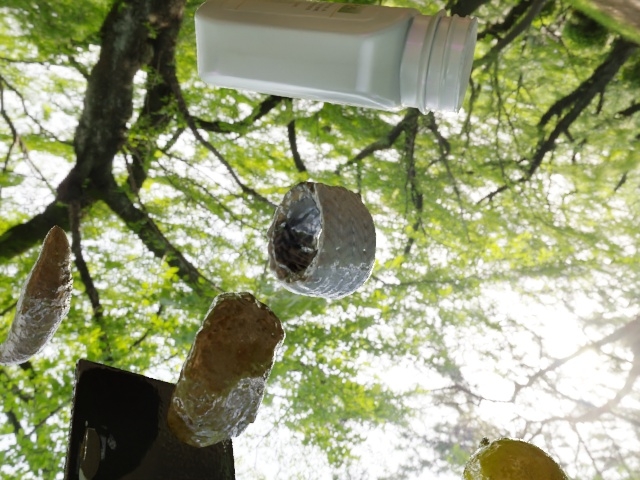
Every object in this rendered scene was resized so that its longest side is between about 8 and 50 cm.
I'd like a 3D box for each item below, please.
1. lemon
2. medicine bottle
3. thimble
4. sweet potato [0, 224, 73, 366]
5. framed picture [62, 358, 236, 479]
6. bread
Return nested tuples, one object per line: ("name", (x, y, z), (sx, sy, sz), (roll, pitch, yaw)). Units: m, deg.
("lemon", (0.313, 0.411, 0.777), (0.174, 0.173, 0.206), (12, -151, -6))
("medicine bottle", (0.021, -0.234, 0.615), (0.325, 0.124, 0.179), (11, -154, 17))
("thimble", (0.000, 0.000, 1.063), (0.217, 0.245, 0.157), (10, 178, 44))
("sweet potato", (-0.582, 0.137, 1.021), (0.114, 0.341, 0.092), (33, -167, 20))
("framed picture", (-0.234, 0.327, 0.738), (0.324, 0.013, 0.244), (39, -150, -48))
("bread", (-0.131, 0.185, 0.721), (0.123, 0.229, 0.230), (21, -158, -1))
